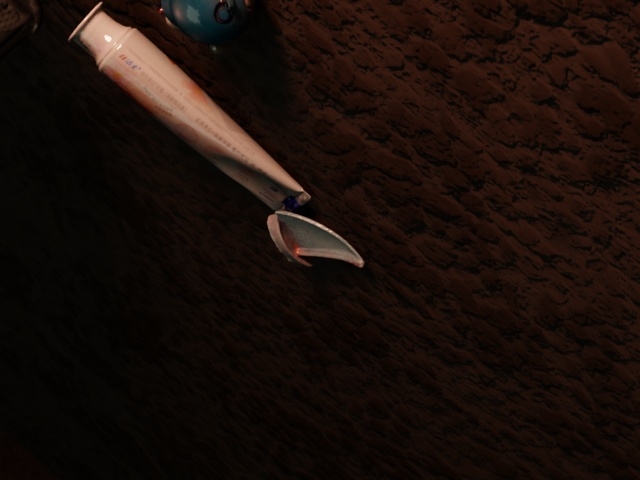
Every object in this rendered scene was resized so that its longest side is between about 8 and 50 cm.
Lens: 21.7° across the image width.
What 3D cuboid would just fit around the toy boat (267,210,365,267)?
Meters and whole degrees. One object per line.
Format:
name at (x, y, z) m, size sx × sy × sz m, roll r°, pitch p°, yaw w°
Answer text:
toy boat at (0.001, 0.000, 1.925) m, size 0.122 × 0.034 × 0.096 m, roll 5°, pitch 141°, yaw 43°

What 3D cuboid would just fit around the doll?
doll at (-0.118, -0.243, 1.690) m, size 0.152 × 0.085 × 0.114 m, roll 15°, pitch 130°, yaw 65°

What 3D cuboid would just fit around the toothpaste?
toothpaste at (-0.146, -0.142, 1.901) m, size 0.323 × 0.066 × 0.100 m, roll 42°, pitch 157°, yaw -8°

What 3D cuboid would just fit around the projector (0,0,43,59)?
projector at (-0.543, -0.383, 1.816) m, size 0.395 × 0.242 × 0.405 m, roll 47°, pitch 175°, yaw 42°
